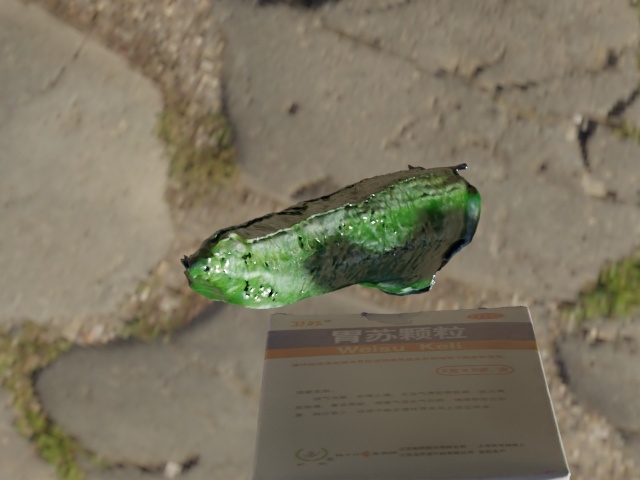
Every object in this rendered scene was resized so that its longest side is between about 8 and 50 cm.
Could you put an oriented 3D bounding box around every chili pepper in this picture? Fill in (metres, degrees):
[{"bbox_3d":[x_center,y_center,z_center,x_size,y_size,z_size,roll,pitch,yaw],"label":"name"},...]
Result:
[{"bbox_3d":[0.000,0.000,0.979,0.059,0.227,0.088,49,115,18],"label":"chili pepper"}]

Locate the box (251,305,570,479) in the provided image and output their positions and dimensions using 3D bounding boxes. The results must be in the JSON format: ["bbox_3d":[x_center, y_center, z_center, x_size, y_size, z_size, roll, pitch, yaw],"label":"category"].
[{"bbox_3d":[0.059,0.145,1.354,0.200,0.299,0.106,-2,110,2],"label":"box"}]
